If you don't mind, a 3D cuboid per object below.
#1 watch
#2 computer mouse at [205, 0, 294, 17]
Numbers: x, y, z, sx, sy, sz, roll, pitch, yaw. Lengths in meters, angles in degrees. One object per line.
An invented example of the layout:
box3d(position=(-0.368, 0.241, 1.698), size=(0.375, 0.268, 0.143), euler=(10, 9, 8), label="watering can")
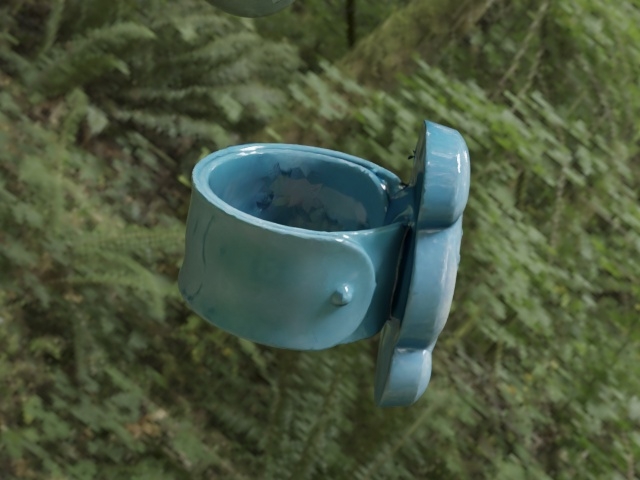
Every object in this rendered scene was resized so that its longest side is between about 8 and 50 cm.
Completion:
box3d(position=(0.000, 0.000, 0.851), size=(0.193, 0.211, 0.211), euler=(9, 12, -2), label="watch")
box3d(position=(-0.126, -0.371, 1.481), size=(0.167, 0.090, 0.379), euler=(16, -16, 16), label="computer mouse")
